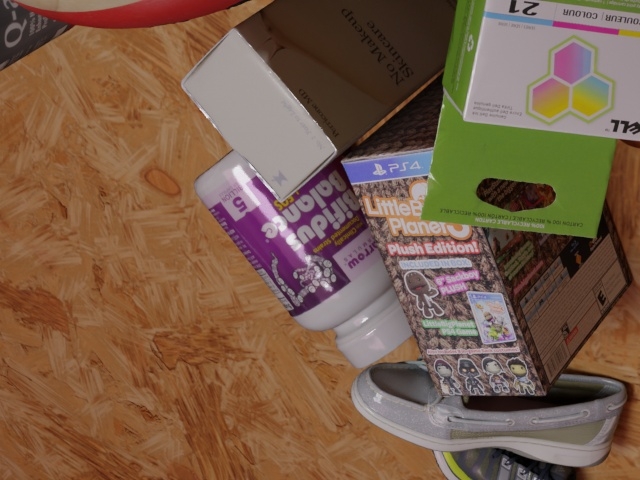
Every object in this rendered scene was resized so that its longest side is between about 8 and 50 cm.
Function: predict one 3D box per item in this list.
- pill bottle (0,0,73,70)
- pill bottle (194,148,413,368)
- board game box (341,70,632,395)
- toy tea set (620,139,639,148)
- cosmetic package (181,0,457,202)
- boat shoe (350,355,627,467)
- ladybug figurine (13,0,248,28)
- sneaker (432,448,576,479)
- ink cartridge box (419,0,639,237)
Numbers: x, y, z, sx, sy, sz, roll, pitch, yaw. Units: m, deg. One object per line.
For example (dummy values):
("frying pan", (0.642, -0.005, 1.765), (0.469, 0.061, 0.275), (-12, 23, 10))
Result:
("pill bottle", (-0.461, -0.283, 1.749), (0.210, 0.363, 0.210), (20, 131, 25))
("pill bottle", (0.000, 0.000, 1.735), (0.301, 0.169, 0.169), (52, 136, -5))
("board game box", (0.185, -0.017, 1.534), (0.141, 0.232, 0.291), (-6, 115, 40))
("toy tea set", (0.422, -0.048, 1.420), (0.200, 0.124, 0.336), (-31, 79, 13))
("cosmetic package", (0.022, -0.191, 1.478), (0.160, 0.309, 0.113), (49, 136, -3))
("boat shoe", (0.197, 0.185, 1.701), (0.320, 0.118, 0.103), (12, 120, -3))
("ladybug figurine", (-0.129, -0.323, 1.369), (0.449, 0.305, 0.162), (-12, 139, 19))
("sneaker", (0.249, 0.290, 1.813), (0.121, 0.111, 0.300), (-33, 102, 34))
("ink cartridge box", (0.208, -0.113, 1.312), (0.188, 0.097, 0.255), (5, 111, -10))
